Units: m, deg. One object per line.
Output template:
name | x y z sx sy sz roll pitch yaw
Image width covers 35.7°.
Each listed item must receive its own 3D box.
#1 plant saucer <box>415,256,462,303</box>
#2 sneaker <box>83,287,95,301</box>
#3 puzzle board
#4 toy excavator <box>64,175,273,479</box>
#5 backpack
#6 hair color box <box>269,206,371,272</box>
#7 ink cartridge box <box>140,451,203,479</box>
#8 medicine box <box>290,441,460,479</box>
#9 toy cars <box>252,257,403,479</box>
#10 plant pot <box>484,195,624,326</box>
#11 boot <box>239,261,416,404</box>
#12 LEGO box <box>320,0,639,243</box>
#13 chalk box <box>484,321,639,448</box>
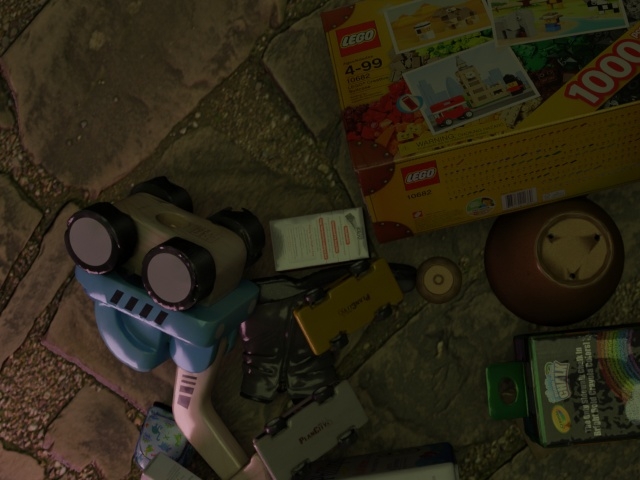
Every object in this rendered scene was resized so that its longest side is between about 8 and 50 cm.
plant saucer | 0.207 0.069 1.742 0.083 0.015 0.083 0 86 6
sneaker | -0.343 0.024 1.779 0.209 0.069 0.082 -46 73 -1
puzzle board | 0.382 0.298 1.709 0.096 0.011 0.128 -28 84 2
toy excavator | -0.218 0.173 1.645 0.433 0.222 0.445 24 117 16
backpack | -0.271 0.355 1.739 0.105 0.084 0.114 20 91 9
hair color box | 0.000 0.000 1.751 0.167 0.053 0.093 -8 84 7
ink cartridge box | -0.202 0.469 1.675 0.232 0.189 0.066 35 54 9
medicine box | 0.085 0.433 1.604 0.289 0.263 0.149 -9 85 5
toy cars | 0.005 0.203 1.596 0.176 0.087 0.394 23 77 -23
plant pot | 0.393 0.023 1.607 0.237 0.254 0.237 0 86 5
boot | 0.015 0.160 1.723 0.338 0.118 0.223 -9 92 12
LEGO box | 0.284 -0.245 1.590 0.500 0.193 0.372 -14 52 5
chalk box | 0.413 0.234 1.619 0.289 0.179 0.180 -5 85 3
